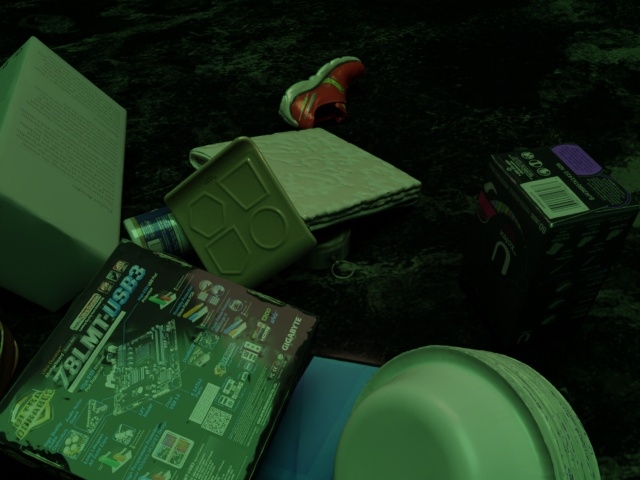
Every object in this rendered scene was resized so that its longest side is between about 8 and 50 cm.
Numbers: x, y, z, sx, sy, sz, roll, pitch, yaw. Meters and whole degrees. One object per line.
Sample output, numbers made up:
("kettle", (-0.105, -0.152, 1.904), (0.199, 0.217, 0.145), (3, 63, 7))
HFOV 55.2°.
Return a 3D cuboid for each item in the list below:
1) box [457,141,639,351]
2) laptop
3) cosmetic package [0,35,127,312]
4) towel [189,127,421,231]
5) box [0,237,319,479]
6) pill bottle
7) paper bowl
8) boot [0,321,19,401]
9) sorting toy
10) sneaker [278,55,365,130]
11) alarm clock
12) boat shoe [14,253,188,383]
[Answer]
("box", (0.324, 0.013, 0.918), (0.143, 0.270, 0.165), (-11, 45, -13))
("laptop", (-0.073, 0.190, 0.811), (0.264, 0.136, 0.234), (42, 48, -7))
("cosmetic package", (-0.477, -0.128, 1.053), (0.161, 0.230, 0.453), (-35, 41, 17))
("towel", (-0.023, -0.125, 1.152), (0.332, 0.053, 0.317), (-18, 40, -42))
("box", (-0.187, 0.169, 0.746), (0.293, 0.073, 0.295), (19, 52, 7))
("pill bottle", (-0.247, -0.018, 1.065), (0.169, 0.094, 0.094), (-21, 48, -22))
("paper bowl", (0.124, 0.253, 0.635), (0.148, 0.284, 0.284), (15, 31, -39))
("boot", (-0.419, 0.228, 0.676), (0.112, 0.115, 0.305), (16, 60, -20))
("sorting toy", (-0.129, -0.032, 0.982), (0.208, 0.193, 0.038), (56, 23, 1))
("sneaker", (0.023, -0.327, 1.418), (0.118, 0.107, 0.279), (41, 57, 11))
("alarm clock", (0.000, 0.000, 1.080), (0.129, 0.064, 0.192), (-21, 51, -22))
("boat shoe", (-0.292, 0.134, 0.878), (0.132, 0.130, 0.355), (15, 45, 14))
